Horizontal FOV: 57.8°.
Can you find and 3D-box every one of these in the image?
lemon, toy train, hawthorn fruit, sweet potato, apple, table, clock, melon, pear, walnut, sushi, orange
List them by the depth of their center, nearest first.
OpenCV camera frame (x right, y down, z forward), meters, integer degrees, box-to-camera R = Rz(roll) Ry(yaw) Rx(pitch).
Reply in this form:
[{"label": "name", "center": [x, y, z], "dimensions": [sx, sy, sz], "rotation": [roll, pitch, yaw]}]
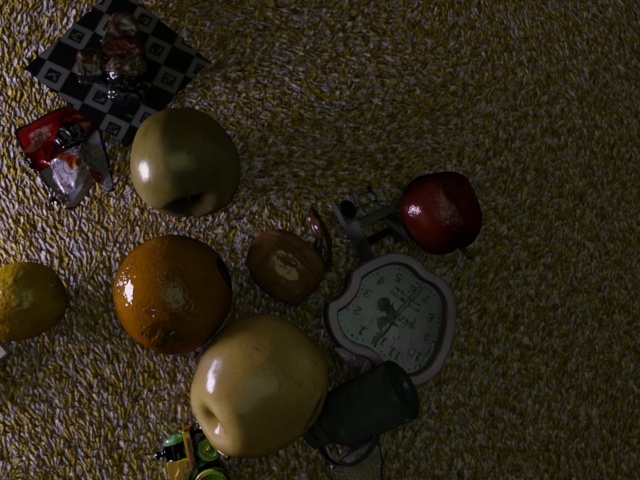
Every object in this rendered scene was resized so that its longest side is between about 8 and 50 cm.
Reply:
[{"label": "lemon", "center": [-0.672, 0.138, 1.300], "dimensions": [0.180, 0.180, 0.193], "rotation": [43, 76, -2]}, {"label": "pear", "center": [-0.140, 0.324, 1.302], "dimensions": [0.308, 0.309, 0.310], "rotation": [2, 81, -10]}, {"label": "orange", "center": [-0.333, 0.121, 1.315], "dimensions": [0.274, 0.274, 0.275], "rotation": [2, 81, -10]}, {"label": "toy train", "center": [-0.284, 0.573, 1.341], "dimensions": [0.160, 0.100, 0.297], "rotation": [-11, 83, -10]}, {"label": "apple", "center": [-0.322, -0.179, 1.380], "dimensions": [0.262, 0.262, 0.263], "rotation": [2, 81, -10]}, {"label": "melon", "center": [0.082, 0.567, 1.420], "dimensions": [0.139, 0.093, 0.203], "rotation": [4, 95, -5]}, {"label": "walnut", "center": [-0.089, 0.063, 1.426], "dimensions": [0.197, 0.165, 0.165], "rotation": [33, 77, -4]}, {"label": "sushi", "center": [-0.504, -0.456, 1.459], "dimensions": [0.320, 0.069, 0.339], "rotation": [40, 73, -3]}, {"label": "clock", "center": [0.179, 0.205, 1.483], "dimensions": [0.338, 0.102, 0.339], "rotation": [1, 82, -10]}, {"label": "hawthorn fruit", "center": [0.316, -0.057, 1.498], "dimensions": [0.215, 0.215, 0.250], "rotation": [-26, 91, -13]}, {"label": "table", "center": [0.129, -0.052, 1.502], "dimensions": [0.146, 0.062, 0.175], "rotation": [-26, 88, -40]}, {"label": "sweet potato", "center": [0.002, -0.001, 1.505], "dimensions": [0.053, 0.054, 0.182], "rotation": [-6, 80, -20]}]

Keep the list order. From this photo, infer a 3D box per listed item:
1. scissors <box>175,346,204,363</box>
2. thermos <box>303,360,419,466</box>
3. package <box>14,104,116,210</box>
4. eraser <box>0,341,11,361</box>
[{"label": "scissors", "center": [-0.290, 0.289, 1.423], "dimensions": [0.110, 0.021, 0.212], "rotation": [-41, 90, -17]}, {"label": "thermos", "center": [0.088, 0.418, 1.364], "dimensions": [0.286, 0.145, 0.182], "rotation": [-35, 57, 23]}, {"label": "package", "center": [-0.611, -0.205, 1.419], "dimensions": [0.193, 0.071, 0.270], "rotation": [-26, 68, -24]}, {"label": "eraser", "center": [-0.848, 0.224, 1.321], "dimensions": [0.157, 0.038, 0.230], "rotation": [-41, 90, -14]}]
